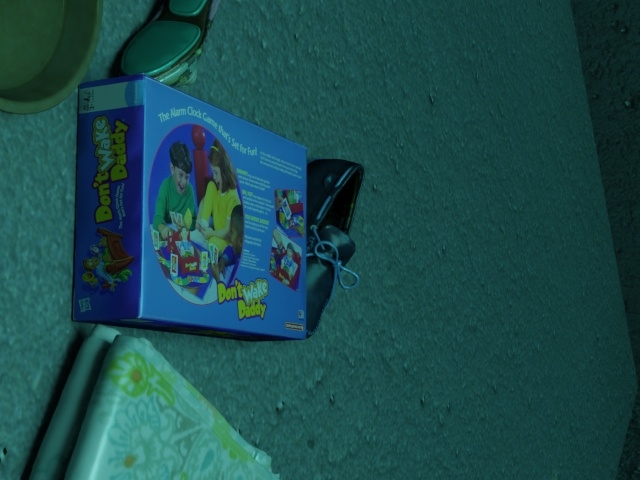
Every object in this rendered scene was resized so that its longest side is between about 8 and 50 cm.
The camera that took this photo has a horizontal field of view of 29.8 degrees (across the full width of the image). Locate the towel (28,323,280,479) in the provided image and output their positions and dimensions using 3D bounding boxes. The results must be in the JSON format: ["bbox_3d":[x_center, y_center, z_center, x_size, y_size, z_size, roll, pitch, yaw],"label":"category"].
[{"bbox_3d":[-0.172,0.309,1.132,0.320,0.090,0.375,53,41,-44],"label":"towel"}]

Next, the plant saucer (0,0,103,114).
[{"bbox_3d":[-0.282,-0.245,1.032,0.278,0.041,0.278,20,68,-62],"label":"plant saucer"}]

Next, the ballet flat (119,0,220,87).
[{"bbox_3d":[-0.149,-0.215,1.281,0.079,0.076,0.222,87,16,-49],"label":"ballet flat"}]

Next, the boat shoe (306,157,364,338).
[{"bbox_3d":[0.000,0.000,1.526,0.109,0.089,0.258,44,48,-54],"label":"boat shoe"}]

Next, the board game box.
[{"bbox_3d":[-0.124,-0.018,1.282,0.347,0.078,0.233,18,71,-63],"label":"board game box"}]
